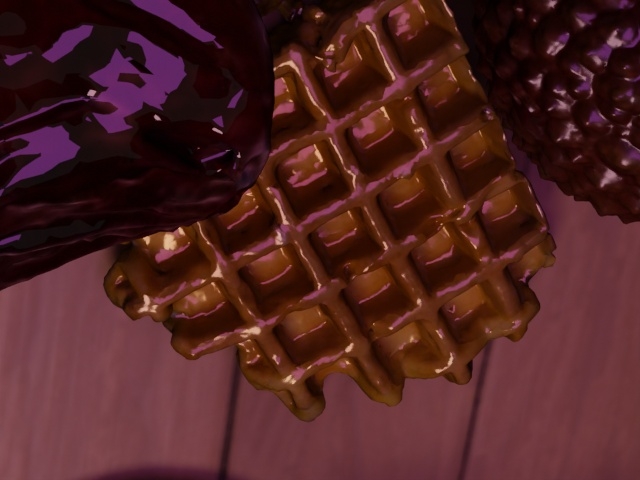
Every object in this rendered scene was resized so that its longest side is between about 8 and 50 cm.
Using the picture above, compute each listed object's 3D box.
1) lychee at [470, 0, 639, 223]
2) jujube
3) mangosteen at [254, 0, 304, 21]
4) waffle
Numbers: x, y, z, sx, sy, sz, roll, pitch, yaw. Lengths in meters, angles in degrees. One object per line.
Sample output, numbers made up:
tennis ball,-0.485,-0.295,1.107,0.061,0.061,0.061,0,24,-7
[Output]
lychee,0.157,-0.096,0.775,0.188,0.188,0.188,-5,112,-13
jujube,-0.191,-0.061,0.680,0.342,0.216,0.216,-3,112,-8
mangosteen,-0.037,-0.148,0.761,0.081,0.081,0.081,-5,112,-13
waffle,0.000,0.000,0.839,0.219,0.057,0.229,-29,116,-2
